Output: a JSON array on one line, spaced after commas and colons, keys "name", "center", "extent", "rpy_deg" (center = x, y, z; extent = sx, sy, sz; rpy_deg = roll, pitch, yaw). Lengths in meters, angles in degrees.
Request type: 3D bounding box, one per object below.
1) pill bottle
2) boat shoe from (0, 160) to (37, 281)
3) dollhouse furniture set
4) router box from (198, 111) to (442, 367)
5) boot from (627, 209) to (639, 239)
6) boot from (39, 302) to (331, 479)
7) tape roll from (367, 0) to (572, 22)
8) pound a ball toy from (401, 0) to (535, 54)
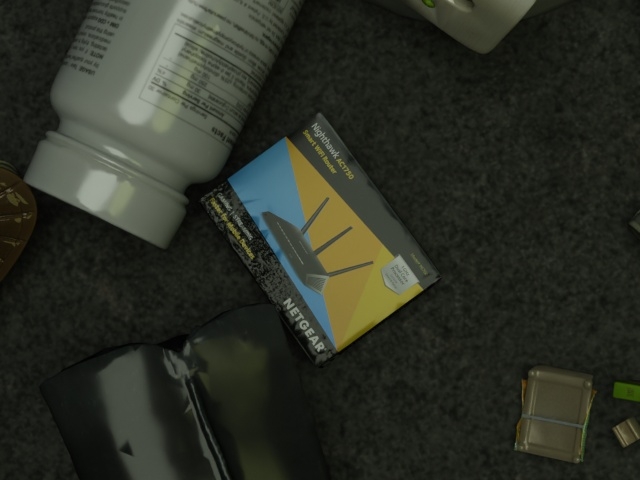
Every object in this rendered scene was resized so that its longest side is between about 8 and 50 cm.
[{"name": "pill bottle", "center": [-0.128, -0.147, 1.269], "extent": [0.160, 0.160, 0.283], "rpy_deg": [26, 87, 7]}, {"name": "boat shoe", "center": [-0.344, 0.056, 1.314], "extent": [0.104, 0.089, 0.285], "rpy_deg": [38, 91, -19]}, {"name": "dollhouse furniture set", "center": [0.245, 0.152, 1.277], "extent": [0.151, 0.058, 0.076], "rpy_deg": [8, 92, 25]}, {"name": "router box", "center": [0.000, 0.000, 1.301], "extent": [0.133, 0.046, 0.179], "rpy_deg": [-37, 82, 0]}, {"name": "boot", "center": [0.392, -0.023, 1.256], "extent": [0.208, 0.076, 0.189], "rpy_deg": [-45, 68, -7]}, {"name": "boot", "center": [-0.132, 0.306, 1.199], "extent": [0.367, 0.146, 0.445], "rpy_deg": [-16, 86, -24]}, {"name": "tape roll", "center": [0.133, -0.382, 1.316], "extent": [0.392, 0.072, 0.392], "rpy_deg": [-1, 84, 4]}, {"name": "pound a ball toy", "center": [0.071, -0.331, 1.188], "extent": [0.319, 0.136, 0.208], "rpy_deg": [36, 69, -3]}]
